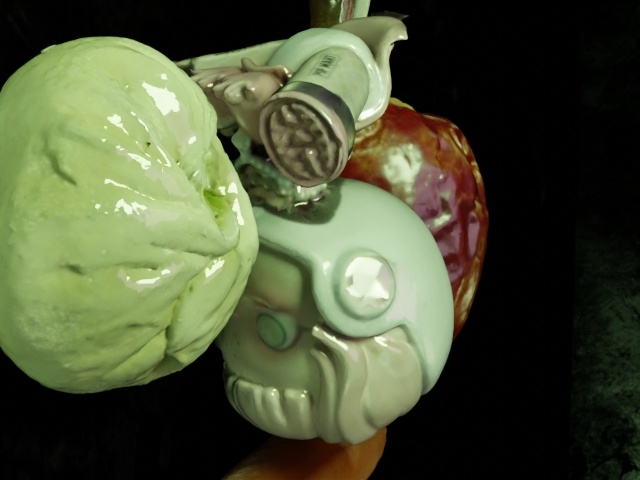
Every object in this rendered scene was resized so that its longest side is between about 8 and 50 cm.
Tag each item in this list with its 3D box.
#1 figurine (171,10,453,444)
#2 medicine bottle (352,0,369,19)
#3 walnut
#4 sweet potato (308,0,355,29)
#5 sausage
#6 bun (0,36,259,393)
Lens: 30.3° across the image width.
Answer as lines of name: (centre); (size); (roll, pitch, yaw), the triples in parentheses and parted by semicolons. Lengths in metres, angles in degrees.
figurine: (0.003, 0.003, 1.007); (0.253, 0.211, 0.361); (-138, -142, -65)
medicine bottle: (0.075, -0.412, 1.164); (0.406, 0.236, 0.235); (-78, 155, -43)
walnut: (0.049, -0.019, 1.243); (0.222, 0.244, 0.269); (5, 92, -29)
sweet potato: (0.010, -0.247, 1.323); (0.081, 0.062, 0.233); (25, 67, -48)
sausage: (-0.025, 0.237, 1.149); (0.348, 0.097, 0.094); (-24, 120, -66)
bun: (-0.133, -0.012, 0.825); (0.259, 0.160, 0.259); (1, 90, -67)
